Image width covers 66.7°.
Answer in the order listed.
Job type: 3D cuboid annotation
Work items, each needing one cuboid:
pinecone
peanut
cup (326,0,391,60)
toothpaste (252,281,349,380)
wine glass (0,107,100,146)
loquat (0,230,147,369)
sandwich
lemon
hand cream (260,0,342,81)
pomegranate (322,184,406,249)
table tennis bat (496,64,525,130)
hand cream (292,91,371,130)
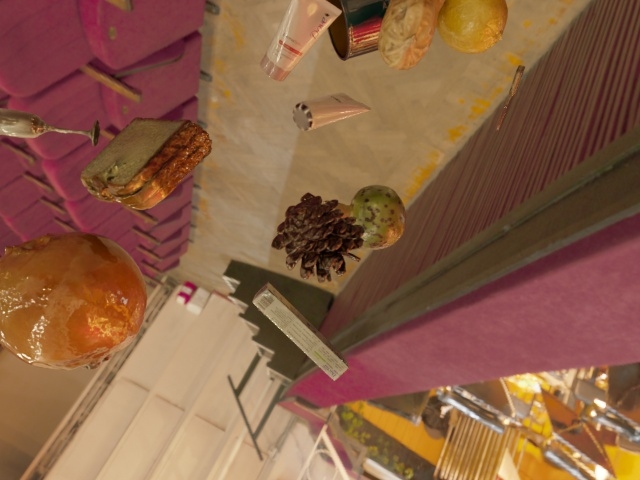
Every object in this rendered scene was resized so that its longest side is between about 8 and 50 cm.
[{"bbox_3d":[0.002,0.001,1.214,0.201,0.228,0.202,19,126,-31],"label":"pinecone"},{"bbox_3d":[0.244,-0.592,1.228,0.140,0.325,0.153,23,-171,-1],"label":"peanut"},{"bbox_3d":[0.184,-0.714,1.566,0.307,0.292,0.242,80,169,-57],"label":"cup"},{"bbox_3d":[-0.056,0.265,1.419,0.336,0.067,0.081,46,-176,-7],"label":"toothpaste"},{"bbox_3d":[-0.646,-0.261,1.105,0.263,0.074,0.074,5,160,-13],"label":"wine glass"},{"bbox_3d":[-0.553,0.132,1.078,0.329,0.328,0.328,24,156,12],"label":"loquat"},{"bbox_3d":[-0.426,-0.188,1.164,0.273,0.249,0.095,13,147,39],"label":"sandwich"},{"bbox_3d":[0.406,-0.593,1.297,0.203,0.178,0.178,47,163,23],"label":"lemon"},{"bbox_3d":[-0.063,-0.547,1.309,0.133,0.083,0.248,16,135,-32],"label":"hand cream"},{"bbox_3d":[0.161,-0.070,1.733,0.286,0.230,0.231,-17,147,1],"label":"pomegranate"},{"bbox_3d":[0.631,-0.474,1.614,0.021,0.154,0.274,24,163,16],"label":"table tennis bat"},{"bbox_3d":[0.042,-0.561,2.064,0.186,0.359,0.118,36,136,28],"label":"hand cream"}]
